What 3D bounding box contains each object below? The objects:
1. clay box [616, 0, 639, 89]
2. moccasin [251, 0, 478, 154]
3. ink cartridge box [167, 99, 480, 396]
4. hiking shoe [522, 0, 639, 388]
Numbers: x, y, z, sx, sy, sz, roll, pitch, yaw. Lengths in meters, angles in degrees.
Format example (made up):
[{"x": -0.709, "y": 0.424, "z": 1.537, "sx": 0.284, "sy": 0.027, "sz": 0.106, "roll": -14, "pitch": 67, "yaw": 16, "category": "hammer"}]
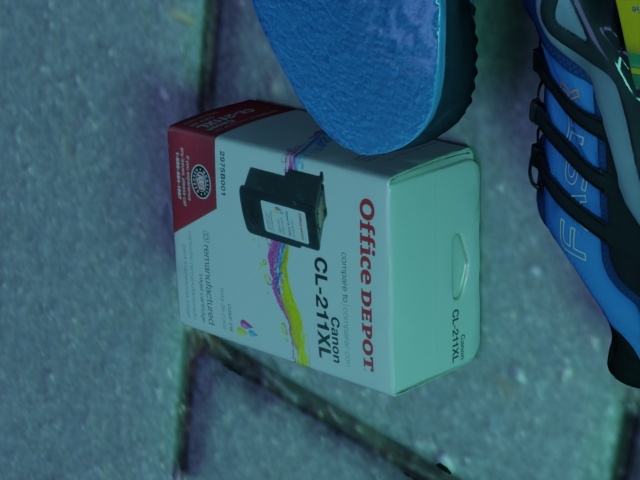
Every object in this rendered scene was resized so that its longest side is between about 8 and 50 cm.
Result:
[{"x": 0.241, "y": -0.106, "z": 0.708, "sx": 0.222, "sy": 0.127, "sz": 0.053, "roll": -3, "pitch": 104, "yaw": 47, "category": "clay box"}, {"x": 0.025, "y": -0.216, "z": 0.902, "sx": 0.138, "sy": 0.117, "sz": 0.342, "roll": -9, "pitch": 94, "yaw": 36, "category": "moccasin"}, {"x": 0.000, "y": 0.000, "z": 1.035, "sx": 0.175, "sy": 0.072, "sz": 0.127, "roll": 15, "pitch": 115, "yaw": 42, "category": "ink cartridge box"}, {"x": 0.132, "y": -0.064, "z": 0.848, "sx": 0.132, "sy": 0.113, "sz": 0.304, "roll": -24, "pitch": 85, "yaw": 52, "category": "hiking shoe"}]
